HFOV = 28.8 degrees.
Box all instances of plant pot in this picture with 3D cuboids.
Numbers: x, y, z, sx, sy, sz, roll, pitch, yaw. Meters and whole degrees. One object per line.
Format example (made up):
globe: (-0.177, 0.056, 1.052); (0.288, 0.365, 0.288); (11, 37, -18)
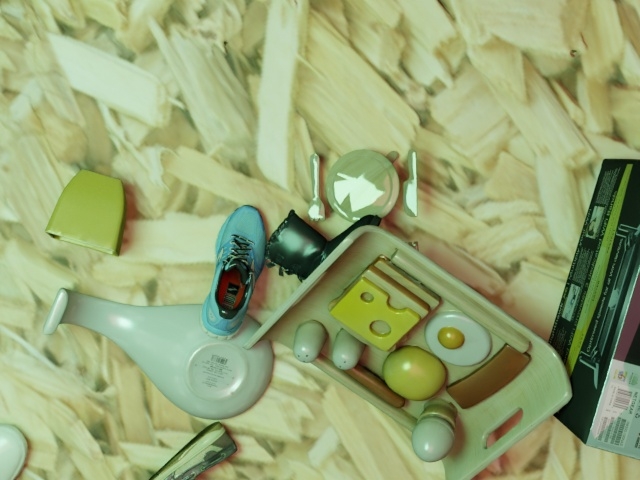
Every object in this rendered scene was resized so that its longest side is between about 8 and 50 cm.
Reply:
plant pot: (-0.259, -0.034, 1.427); (0.082, 0.081, 0.083); (17, 83, -4)

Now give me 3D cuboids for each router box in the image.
router box: (0.340, 0.065, 1.388); (0.081, 0.243, 0.308); (16, 94, -5)

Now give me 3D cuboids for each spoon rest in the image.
spoon rest: (-0.185, 0.119, 1.453); (0.276, 0.084, 0.137); (23, 94, -18)

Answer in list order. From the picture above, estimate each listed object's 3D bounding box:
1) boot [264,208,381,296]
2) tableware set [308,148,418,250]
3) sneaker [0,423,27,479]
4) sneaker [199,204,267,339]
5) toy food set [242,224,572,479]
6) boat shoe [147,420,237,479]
boot: (0.000, 0.000, 1.432); (0.099, 0.045, 0.121); (34, 103, 7)
tableware set: (0.053, -0.009, 1.466); (0.128, 0.039, 0.194); (-1, 89, 12)
sneaker: (-0.433, 0.291, 1.434); (0.212, 0.094, 0.080); (-33, 94, -1)
sneaker: (-0.091, 0.031, 1.426); (0.063, 0.073, 0.162); (15, 66, -10)
toy food set: (0.093, 0.140, 1.394); (0.306, 0.092, 0.219); (35, 127, -10)
boat shoe: (-0.163, 0.279, 1.468); (0.152, 0.056, 0.049); (-42, 91, 0)
